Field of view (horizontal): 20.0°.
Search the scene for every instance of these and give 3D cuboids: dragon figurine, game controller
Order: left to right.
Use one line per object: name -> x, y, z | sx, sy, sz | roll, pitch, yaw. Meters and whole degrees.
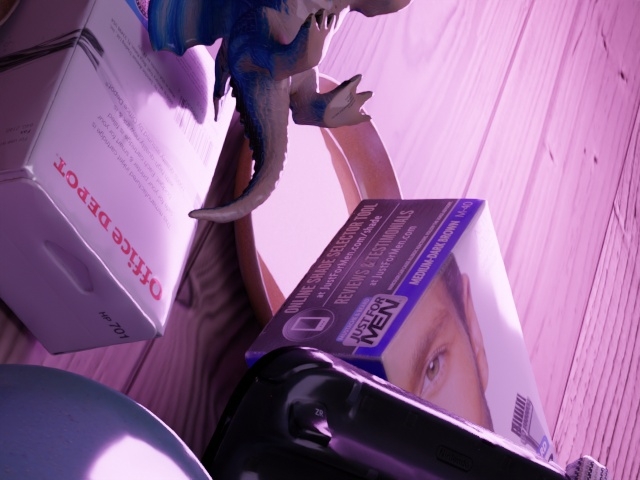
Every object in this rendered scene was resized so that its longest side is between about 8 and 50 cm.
dragon figurine -> -0.039, -0.120, 1.018 | 0.085, 0.144, 0.289 | 49, 55, -48
game controller -> 0.039, 0.176, 1.073 | 0.319, 0.067, 0.166 | 29, 93, -45

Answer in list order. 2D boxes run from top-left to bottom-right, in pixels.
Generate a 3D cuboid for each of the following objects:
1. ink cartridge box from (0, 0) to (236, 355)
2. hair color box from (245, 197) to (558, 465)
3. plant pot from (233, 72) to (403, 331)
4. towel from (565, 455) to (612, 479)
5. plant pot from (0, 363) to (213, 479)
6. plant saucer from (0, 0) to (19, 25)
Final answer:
ink cartridge box -> -0.128, -0.054, 1.004 | 0.139, 0.082, 0.191 | 56, 36, -38
hair color box -> 0.077, 0.160, 1.246 | 0.185, 0.110, 0.339 | -53, 132, -46
plant pot -> 0.000, 0.000, 1.282 | 0.236, 0.032, 0.236 | 27, 58, -56
towel -> 0.187, 0.367, 1.262 | 0.324, 0.056, 0.312 | 72, 28, -45
plant pot -> -0.150, 0.186, 0.719 | 0.255, 0.271, 0.272 | -60, 133, -62
plant saucer -> -0.212, -0.185, 0.946 | 0.168, 0.029, 0.168 | 26, 60, -57
